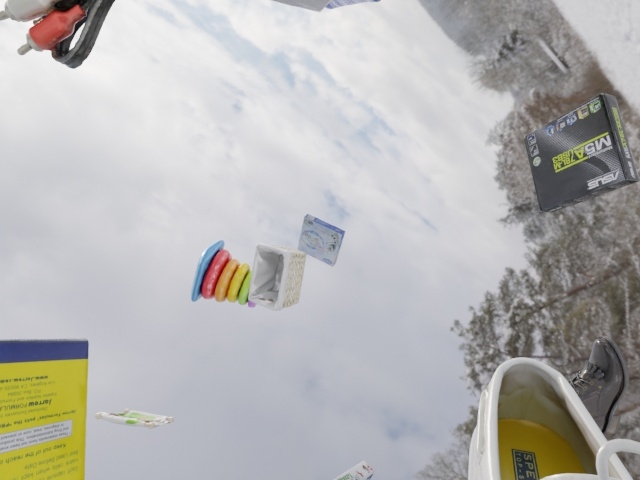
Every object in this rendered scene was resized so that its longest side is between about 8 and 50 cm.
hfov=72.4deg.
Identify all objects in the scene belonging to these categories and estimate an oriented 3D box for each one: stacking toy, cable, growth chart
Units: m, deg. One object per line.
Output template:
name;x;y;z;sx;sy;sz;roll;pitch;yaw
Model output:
stacking toy;-0.223;0.138;1.327;0.302;0.165;0.175;20;-153;1
cable;-0.308;-0.340;0.583;0.139;0.288;0.072;68;-161;3
growth chart;-0.485;0.464;1.142;0.172;0.237;0.021;10;-109;0

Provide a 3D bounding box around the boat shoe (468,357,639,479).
boat shoe;0.154;0.186;0.250;0.367;0.136;0.156;-49;-42;-65

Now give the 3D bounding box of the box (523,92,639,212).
box;0.526;-0.172;0.901;0.045;0.191;0.183;4;-106;-25

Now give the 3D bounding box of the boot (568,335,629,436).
boot;0.567;0.348;1.013;0.229;0.262;0.091;2;-177;-1

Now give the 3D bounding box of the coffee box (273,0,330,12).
coffee box;-0.069;-0.465;0.352;0.339;0.338;0.333;-14;-97;-43

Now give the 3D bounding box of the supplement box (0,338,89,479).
supplement box;-0.409;0.298;0.482;0.195;0.195;0.355;35;-133;-69

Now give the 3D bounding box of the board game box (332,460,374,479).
board game box;0.046;0.780;1.300;0.053;0.192;0.305;33;-178;29

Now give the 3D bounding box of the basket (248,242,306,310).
basket;-0.117;0.098;1.217;0.114;0.167;0.103;15;-172;33

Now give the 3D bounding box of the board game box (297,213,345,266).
board game box;0.000;0.000;0.921;0.090;0.089;0.020;26;-141;14

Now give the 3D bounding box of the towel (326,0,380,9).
towel;-0.034;-0.519;0.835;0.244;0.040;0.336;25;-162;-23
